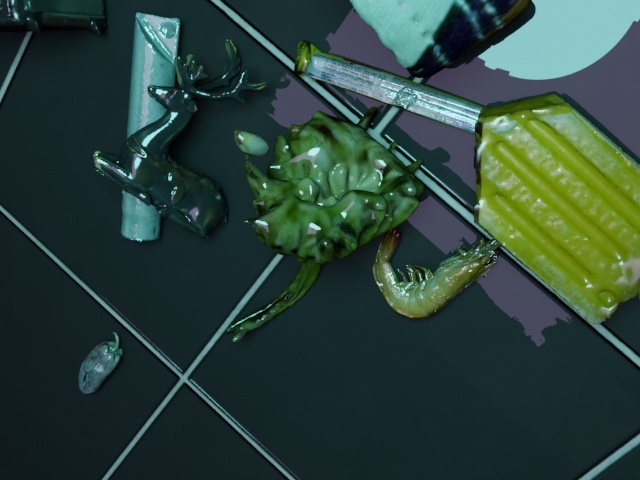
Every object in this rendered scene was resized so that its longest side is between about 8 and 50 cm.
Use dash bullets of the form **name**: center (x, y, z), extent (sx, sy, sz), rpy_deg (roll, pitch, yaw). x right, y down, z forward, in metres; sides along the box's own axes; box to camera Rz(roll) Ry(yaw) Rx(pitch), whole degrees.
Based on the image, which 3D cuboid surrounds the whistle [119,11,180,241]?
- **whistle**: center (-0.238, -0.151, 0.906), extent (0.062, 0.062, 0.312), rpy_deg (16, 110, 16)

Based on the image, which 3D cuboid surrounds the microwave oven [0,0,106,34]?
- **microwave oven**: center (-0.402, -0.388, 0.829), extent (0.178, 0.188, 0.247), rpy_deg (4, 106, 19)

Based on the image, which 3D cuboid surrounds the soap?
- **soap**: center (0.267, -0.049, 0.725), extent (0.257, 0.080, 0.160), rpy_deg (42, 113, -1)

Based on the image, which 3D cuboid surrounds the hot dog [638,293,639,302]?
- **hot dog**: center (0.402, 0.050, 0.747), extent (0.037, 0.021, 0.083), rpy_deg (38, 113, 8)

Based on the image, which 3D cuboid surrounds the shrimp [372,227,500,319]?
- **shrimp**: center (0.142, 0.021, 0.832), extent (0.124, 0.034, 0.178), rpy_deg (50, 120, 8)

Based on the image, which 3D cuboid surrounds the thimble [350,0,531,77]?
- **thimble**: center (0.096, -0.292, 0.660), extent (0.150, 0.237, 0.237), rpy_deg (-34, 91, 22)

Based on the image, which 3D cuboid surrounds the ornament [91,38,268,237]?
- **ornament**: center (-0.151, -0.136, 0.858), extent (0.202, 0.080, 0.236), rpy_deg (35, 99, -32)

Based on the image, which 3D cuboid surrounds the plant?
- **plant**: center (-0.017, -0.026, 0.846), extent (0.180, 0.251, 0.333), rpy_deg (64, 154, 14)

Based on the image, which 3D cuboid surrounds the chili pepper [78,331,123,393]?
- **chili pepper**: center (-0.367, 0.209, 1.069), extent (0.153, 0.041, 0.050), rpy_deg (-46, 44, 25)

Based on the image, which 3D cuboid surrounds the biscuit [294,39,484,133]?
- **biscuit**: center (0.100, -0.177, 0.790), extent (0.292, 0.026, 0.048), rpy_deg (23, 113, 12)
